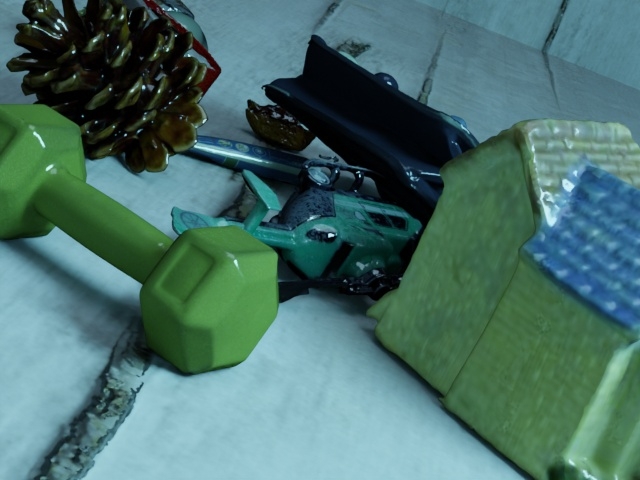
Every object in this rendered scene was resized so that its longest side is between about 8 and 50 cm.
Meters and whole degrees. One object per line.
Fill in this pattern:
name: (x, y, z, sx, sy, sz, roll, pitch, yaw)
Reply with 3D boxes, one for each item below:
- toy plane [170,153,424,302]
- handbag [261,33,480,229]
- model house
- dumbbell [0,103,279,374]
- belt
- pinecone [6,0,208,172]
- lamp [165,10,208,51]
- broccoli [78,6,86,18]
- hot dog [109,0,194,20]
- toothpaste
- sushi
toy plane: (0.000, 0.000, 1.291, 0.381, 0.106, 0.155, 9, 33, -47)
handbag: (0.109, -0.095, 1.536, 0.269, 0.118, 0.325, 43, -1, -41)
model house: (0.247, 0.047, 1.169, 0.261, 0.266, 0.321, 0, 28, -40)
dumbbell: (-0.169, -0.007, 1.090, 0.302, 0.121, 0.108, 31, -9, 26)
belt: (-0.210, -0.210, 1.603, 0.128, 0.124, 0.201, 31, 12, -43)
pinecone: (-0.227, -0.172, 1.400, 0.212, 0.169, 0.185, 22, -1, -43)
lamp: (-0.195, -0.244, 1.737, 0.105, 0.105, 0.105, 20, 18, -7)
broccoli: (-0.289, -0.263, 1.720, 0.092, 0.095, 0.097, -13, -30, 26)
hot dog: (-0.273, -0.374, 2.088, 0.131, 0.069, 0.253, 18, 19, -40)
toothpaste: (-0.085, -0.095, 1.557, 0.197, 0.035, 0.057, 13, 11, -17)
sushi: (-0.053, -0.148, 1.722, 0.099, 0.047, 0.050, 22, 15, -3)
